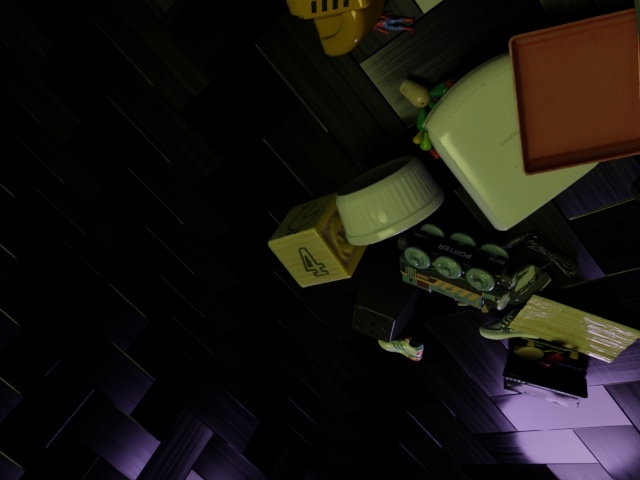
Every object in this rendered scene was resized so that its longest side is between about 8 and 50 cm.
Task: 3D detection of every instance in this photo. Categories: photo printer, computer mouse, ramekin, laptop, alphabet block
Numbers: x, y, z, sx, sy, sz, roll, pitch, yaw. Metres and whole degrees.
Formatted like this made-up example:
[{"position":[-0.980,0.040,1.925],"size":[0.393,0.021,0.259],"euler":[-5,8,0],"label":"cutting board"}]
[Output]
[{"position":[0.382,-0.210,1.119],"size":[0.256,0.107,0.307],"euler":[-38,105,12],"label":"photo printer"},{"position":[0.531,0.089,1.469],"size":[0.184,0.060,0.262],"euler":[39,139,-9],"label":"computer mouse"},{"position":[0.161,-0.108,1.366],"size":[0.273,0.273,0.127],"euler":[-17,107,42],"label":"ramekin"},{"position":[0.679,0.465,1.680],"size":[0.234,0.136,0.264],"euler":[12,137,23],"label":"laptop"},{"position":[0.000,0.000,1.619],"size":[0.197,0.192,0.193],"euler":[-16,122,40],"label":"alphabet block"}]

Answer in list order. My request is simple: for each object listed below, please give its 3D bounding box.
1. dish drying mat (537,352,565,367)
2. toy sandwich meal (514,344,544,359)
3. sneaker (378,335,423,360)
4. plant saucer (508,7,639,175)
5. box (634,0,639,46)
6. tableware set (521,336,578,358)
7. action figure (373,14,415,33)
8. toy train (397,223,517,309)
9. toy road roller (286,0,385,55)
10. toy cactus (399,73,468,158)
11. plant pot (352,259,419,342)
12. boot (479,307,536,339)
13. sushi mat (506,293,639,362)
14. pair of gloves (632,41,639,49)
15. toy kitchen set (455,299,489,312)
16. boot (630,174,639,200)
[{"position":[0.706,0.367,1.671],"size":[0.032,0.008,0.083],"euler":[35,140,-4],"label":"dish drying mat"},{"position":[0.637,0.337,1.665],"size":[0.085,0.029,0.086],"euler":[10,144,8],"label":"toy sandwich meal"},{"position":[0.283,0.355,1.900],"size":[0.161,0.057,0.075],"euler":[20,121,16],"label":"sneaker"},{"position":[0.487,-0.272,1.012],"size":[0.258,0.048,0.259],"euler":[-11,107,7],"label":"plant saucer"},{"position":[0.570,-0.404,0.840],"size":[0.183,0.059,0.233],"euler":[-138,30,-73],"label":"box"},{"position":[0.663,0.312,1.572],"size":[0.104,0.024,0.154],"euler":[18,174,-35],"label":"tableware set"},{"position":[0.147,-0.471,1.189],"size":[0.115,0.030,0.038],"euler":[15,141,22],"label":"action figure"},{"position":[0.366,0.079,1.494],"size":[0.334,0.142,0.190],"euler":[20,144,27],"label":"toy train"},{"position":[0.082,-0.506,1.064],"size":[0.329,0.202,0.241],"euler":[6,137,34],"label":"toy road roller"},{"position":[0.255,-0.298,1.246],"size":[0.180,0.112,0.219],"euler":[37,149,9],"label":"toy cactus"},{"position":[0.191,0.205,1.716],"size":[0.187,0.167,0.188],"euler":[20,139,15],"label":"plant pot"},{"position":[0.557,0.236,1.600],"size":[0.190,0.069,0.086],"euler":[-7,122,25],"label":"boot"},{"position":[0.695,0.245,1.502],"size":[0.316,0.019,0.151],"euler":[19,131,1],"label":"sushi mat"},{"position":[0.564,-0.293,1.090],"size":[0.204,0.042,0.240],"euler":[28,140,5],"label":"pair of gloves"},{"position":[0.444,0.188,1.615],"size":[0.083,0.068,0.075],"euler":[-8,125,38],"label":"toy kitchen set"},{"position":[0.754,-0.164,1.052],"size":[0.246,0.094,0.207],"euler":[5,136,19],"label":"boot"}]
